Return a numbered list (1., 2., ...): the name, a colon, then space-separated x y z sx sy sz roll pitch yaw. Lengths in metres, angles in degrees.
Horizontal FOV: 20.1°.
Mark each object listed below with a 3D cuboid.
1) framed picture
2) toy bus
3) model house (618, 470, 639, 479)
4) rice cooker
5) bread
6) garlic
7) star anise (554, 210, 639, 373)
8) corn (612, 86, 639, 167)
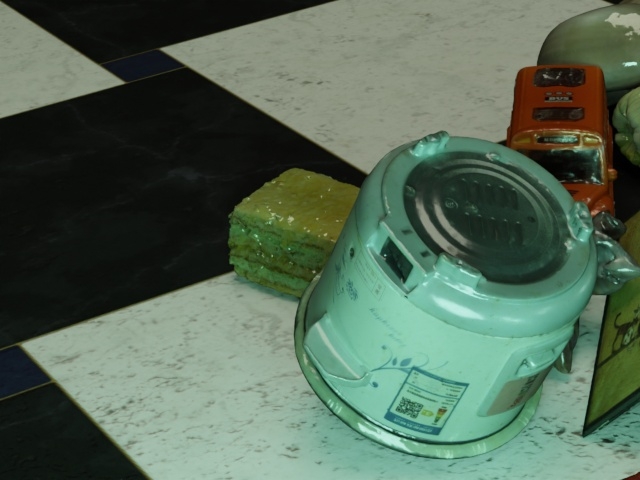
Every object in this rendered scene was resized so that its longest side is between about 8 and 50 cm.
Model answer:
1. framed picture: 0.370 0.022 1.837 0.014 0.255 0.338 36 41 -13
2. toy bus: 0.291 -0.099 2.213 0.143 0.153 0.329 1 27 9
3. model house: 0.365 0.257 1.484 0.254 0.160 0.196 -20 30 -31
4. rice cooker: 0.119 0.062 1.775 0.317 0.316 0.264 -25 62 -35
5. bread: 0.000 0.000 2.120 0.196 0.102 0.138 17 36 32
6. garlic: 0.422 -0.263 2.439 0.279 0.132 0.325 -24 5 -35
7. star anise: 0.241 0.033 1.967 0.198 0.110 0.257 -47 31 -7
8. corn: 0.526 -0.172 2.344 0.305 0.123 0.122 -14 61 -19
